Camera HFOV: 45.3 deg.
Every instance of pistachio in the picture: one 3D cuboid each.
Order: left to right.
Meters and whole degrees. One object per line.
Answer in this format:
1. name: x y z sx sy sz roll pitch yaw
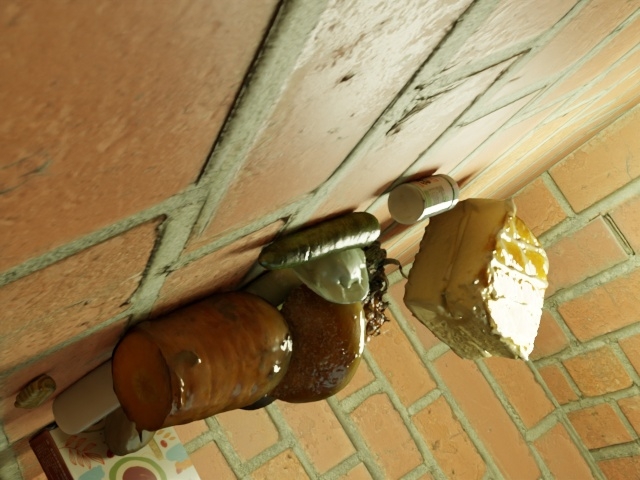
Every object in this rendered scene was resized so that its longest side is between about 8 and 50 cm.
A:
1. pistachio: -0.481 0.452 1.994 0.136 0.136 0.226 66 42 -82

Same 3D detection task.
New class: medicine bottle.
1. medicine bottle: 0.218 -0.089 1.615 0.086 0.086 0.183 -37 171 33

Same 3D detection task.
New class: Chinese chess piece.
1. Chinese chess piece: -0.108 0.117 1.694 0.188 0.083 0.188 -34 173 -5

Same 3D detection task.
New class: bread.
1. bread: -0.483 0.256 1.299 0.049 0.033 0.088 2 145 -49
2. bread: -0.016 0.236 1.623 0.314 0.192 0.171 -56 155 13
3. bread: 0.464 0.111 2.208 0.279 0.390 0.371 0 -124 41

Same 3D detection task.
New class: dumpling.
1. dumpling: 0.033 0.045 1.557 0.219 0.153 0.108 -21 139 -47

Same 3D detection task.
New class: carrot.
1. carrot: -0.211 0.218 1.437 0.341 0.224 0.224 -10 159 -49
2. carrot: 0.000 0.000 1.421 0.074 0.074 0.358 -37 168 35

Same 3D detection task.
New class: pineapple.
1. pineapple: 0.103 0.116 2.106 0.262 0.262 0.271 -26 154 -32

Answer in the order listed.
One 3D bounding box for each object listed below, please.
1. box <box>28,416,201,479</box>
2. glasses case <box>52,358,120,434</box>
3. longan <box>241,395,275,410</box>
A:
1. box: -0.530 0.618 2.056 0.122 0.385 0.344 -36 171 36
2. glasses case: -0.454 0.315 1.556 0.233 0.092 0.059 -36 168 22
3. longan: -0.184 0.285 1.826 0.258 0.258 0.258 -31 172 -5
